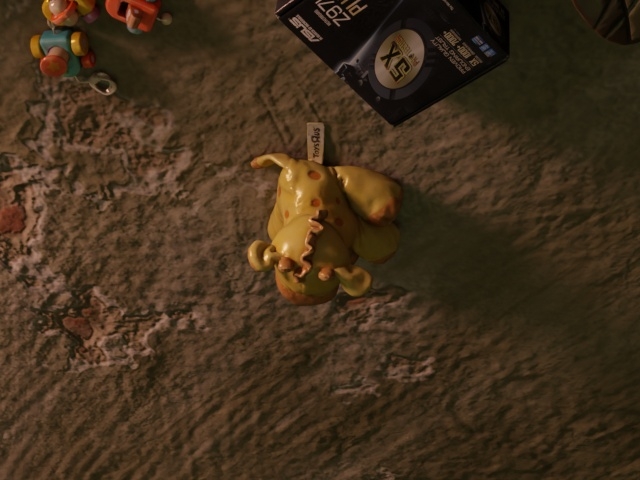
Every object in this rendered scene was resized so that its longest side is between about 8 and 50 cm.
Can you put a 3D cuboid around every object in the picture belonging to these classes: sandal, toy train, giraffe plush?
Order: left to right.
[{"bbox_3d":[-0.236,-0.210,1.078,0.125,0.046,0.166,25,135,-17],"label":"toy train"},{"bbox_3d":[0.000,0.000,1.178,0.181,0.171,0.210,-7,136,17],"label":"giraffe plush"},{"bbox_3d":[0.236,-0.273,0.931,0.219,0.060,0.090,42,124,-13],"label":"sandal"}]

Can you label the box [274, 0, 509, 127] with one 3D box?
[{"bbox_3d":[0.072,-0.218,0.996,0.147,0.078,0.180,-27,127,34],"label":"box"}]
